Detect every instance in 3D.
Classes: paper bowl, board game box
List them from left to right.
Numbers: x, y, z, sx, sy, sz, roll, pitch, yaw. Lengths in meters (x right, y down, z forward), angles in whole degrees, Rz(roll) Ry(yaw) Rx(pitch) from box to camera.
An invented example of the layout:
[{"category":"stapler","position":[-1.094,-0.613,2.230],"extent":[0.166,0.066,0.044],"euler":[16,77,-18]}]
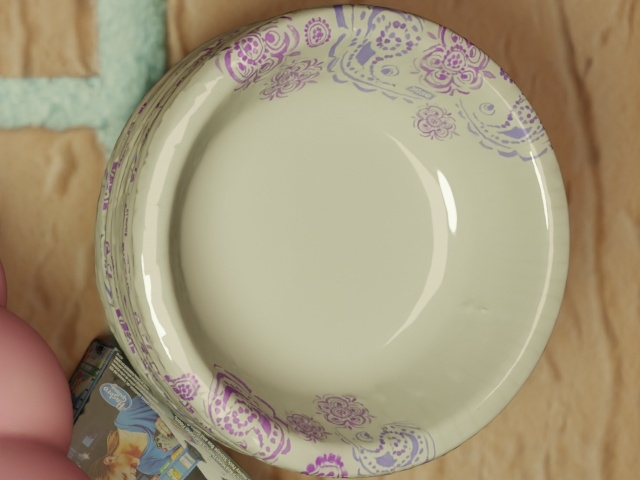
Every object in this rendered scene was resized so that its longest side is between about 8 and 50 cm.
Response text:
[{"category":"board game box","position":[-0.133,0.198,1.247],"extent":[0.194,0.060,0.194],"euler":[-47,106,-11]},{"category":"paper bowl","position":[0.000,0.000,1.236],"extent":[0.284,0.148,0.284],"euler":[0,90,-23]}]

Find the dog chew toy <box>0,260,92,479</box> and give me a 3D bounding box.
[{"category":"dog chew toy","position":[-0.224,0.124,1.121],"extent":[0.207,0.206,0.331],"euler":[-6,64,-20]}]
